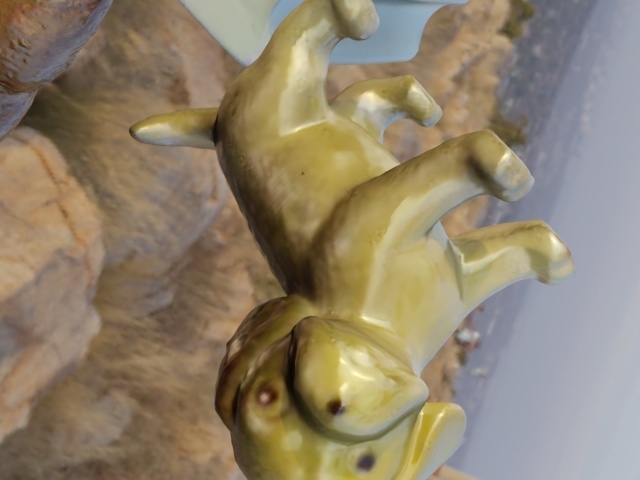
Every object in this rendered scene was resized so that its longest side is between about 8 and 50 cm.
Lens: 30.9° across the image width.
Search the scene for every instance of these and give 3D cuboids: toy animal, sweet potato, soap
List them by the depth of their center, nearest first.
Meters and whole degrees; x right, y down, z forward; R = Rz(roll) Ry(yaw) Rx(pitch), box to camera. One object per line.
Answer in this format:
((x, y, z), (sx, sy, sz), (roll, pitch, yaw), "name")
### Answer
((0.015, 0.001, 0.525), (0.168, 0.233, 0.121), (-27, 151, 10), "toy animal")
((-0.179, -0.096, 0.640), (0.226, 0.068, 0.068), (-39, -169, 39), "sweet potato")
((-0.012, -0.203, 0.785), (0.095, 0.173, 0.289), (-46, 170, 23), "soap")
